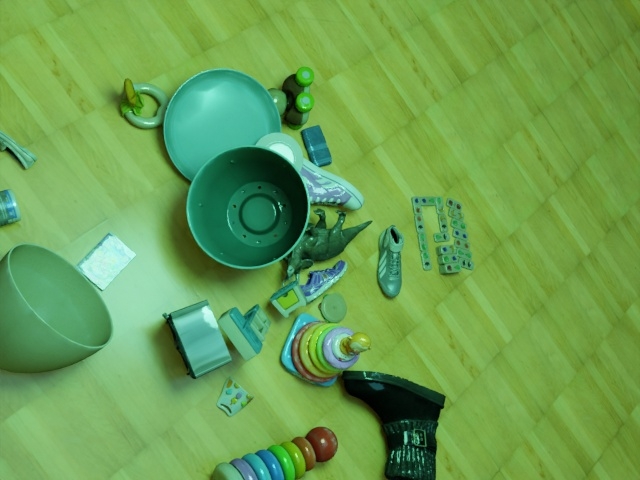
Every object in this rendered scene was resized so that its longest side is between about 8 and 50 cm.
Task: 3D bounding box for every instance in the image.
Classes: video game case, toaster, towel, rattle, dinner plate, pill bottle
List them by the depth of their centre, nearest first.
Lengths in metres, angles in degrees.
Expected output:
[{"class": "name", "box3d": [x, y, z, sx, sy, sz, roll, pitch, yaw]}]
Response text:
[{"class": "pill bottle", "box3d": [-0.757, -0.062, 1.517, 0.137, 0.078, 0.078, -20, 87, -29]}, {"class": "toaster", "box3d": [-0.294, 0.233, 1.611, 0.110, 0.185, 0.168, -23, 87, -12]}, {"class": "video game case", "box3d": [-0.523, 0.050, 1.644, 0.087, 0.011, 0.122, 43, 63, -11]}, {"class": "rattle", "box3d": [-0.406, -0.358, 1.733, 0.199, 0.143, 0.130, 18, 52, -15]}, {"class": "dinner plate", "box3d": [-0.113, -0.221, 1.815, 0.141, 0.017, 0.141, 0, 92, -13]}, {"class": "towel", "box3d": [-0.012, -0.273, 1.965, 0.067, 0.029, 0.120, -17, 86, -29]}]

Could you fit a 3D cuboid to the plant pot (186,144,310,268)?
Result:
[{"class": "plant pot", "box3d": [-0.165, -0.075, 1.694, 0.292, 0.235, 0.293, 0, 88, 2]}]

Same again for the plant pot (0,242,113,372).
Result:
[{"class": "plant pot", "box3d": [-0.618, 0.175, 1.447, 0.191, 0.284, 0.284, -40, 98, 7]}]

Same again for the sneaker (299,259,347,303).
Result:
[{"class": "sneaker", "box3d": [0.007, 0.101, 1.865, 0.170, 0.068, 0.071, -37, 88, -29]}]

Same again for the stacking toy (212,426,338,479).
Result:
[{"class": "stacking toy", "box3d": [-0.094, 0.562, 1.675, 0.330, 0.141, 0.141, -15, 85, -34]}]

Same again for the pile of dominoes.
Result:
[{"class": "pile of dominoes", "box3d": [0.392, -0.022, 2.099, 0.195, 0.040, 0.251, -4, 80, -27]}]

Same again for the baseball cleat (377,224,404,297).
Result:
[{"class": "baseball cleat", "box3d": [0.205, 0.057, 1.947, 0.072, 0.109, 0.206, -2, 73, -13]}]

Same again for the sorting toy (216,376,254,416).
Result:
[{"class": "sorting toy", "box3d": [-0.219, 0.402, 1.698, 0.083, 0.045, 0.075, 43, 82, -11]}]

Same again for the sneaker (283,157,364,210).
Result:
[{"class": "sneaker", "box3d": [-0.024, -0.120, 1.891, 0.282, 0.102, 0.161, 27, 71, -8]}]

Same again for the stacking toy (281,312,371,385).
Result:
[{"class": "stacking toy", "box3d": [0.042, 0.272, 1.704, 0.175, 0.302, 0.166, 30, 66, -18]}]

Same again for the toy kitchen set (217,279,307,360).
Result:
[{"class": "toy kitchen set", "box3d": [-0.136, 0.172, 1.675, 0.166, 0.207, 0.122, -33, 100, 11]}]

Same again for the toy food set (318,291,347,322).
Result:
[{"class": "toy food set", "box3d": [0.035, 0.188, 1.881, 0.082, 0.020, 0.083, -13, 84, -28]}]

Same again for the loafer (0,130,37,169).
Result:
[{"class": "loafer", "box3d": [-0.733, -0.218, 1.588, 0.125, 0.045, 0.039, 37, 71, -17]}]

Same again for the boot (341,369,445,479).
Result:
[{"class": "boot", "box3d": [0.189, 0.505, 1.818, 0.347, 0.131, 0.260, 23, 68, -20]}]

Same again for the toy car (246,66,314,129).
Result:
[{"class": "toy car", "box3d": [-0.124, -0.401, 1.882, 0.188, 0.155, 0.149, 3, 76, -13]}]

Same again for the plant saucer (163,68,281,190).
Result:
[{"class": "plant saucer", "box3d": [-0.259, -0.292, 1.785, 0.317, 0.043, 0.318, -5, 104, -23]}]

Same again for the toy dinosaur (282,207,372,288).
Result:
[{"class": "toy dinosaur", "box3d": [0.000, 0.000, 1.857, 0.313, 0.121, 0.160, -22, 126, -34]}]
